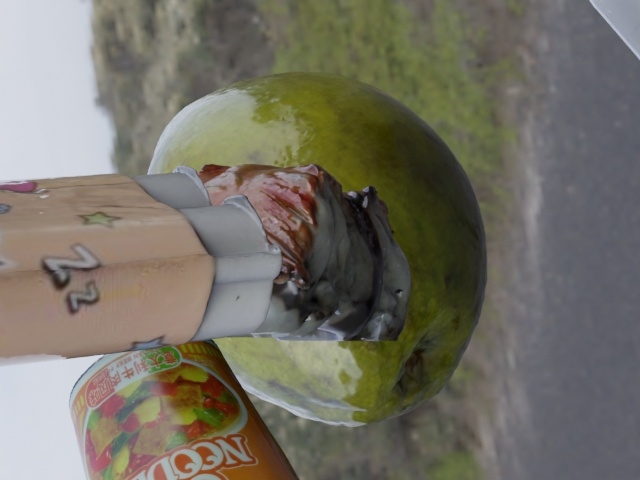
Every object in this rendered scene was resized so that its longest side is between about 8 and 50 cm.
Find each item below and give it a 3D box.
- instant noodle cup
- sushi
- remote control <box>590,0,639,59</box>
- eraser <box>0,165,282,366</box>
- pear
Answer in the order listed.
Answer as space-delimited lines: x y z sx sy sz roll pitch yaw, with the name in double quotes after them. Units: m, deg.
-0.085 0.166 1.118 0.168 0.168 0.185 86 161 -54 "instant noodle cup"
-0.014 0.017 1.215 0.332 0.124 0.130 27 -121 -68 "sushi"
0.306 -0.123 1.308 0.250 0.034 0.103 49 169 5 "remote control"
-0.187 0.016 0.910 0.171 0.290 0.087 32 122 55 "eraser"
0.000 0.000 1.692 0.413 0.352 0.352 53 161 35 "pear"
